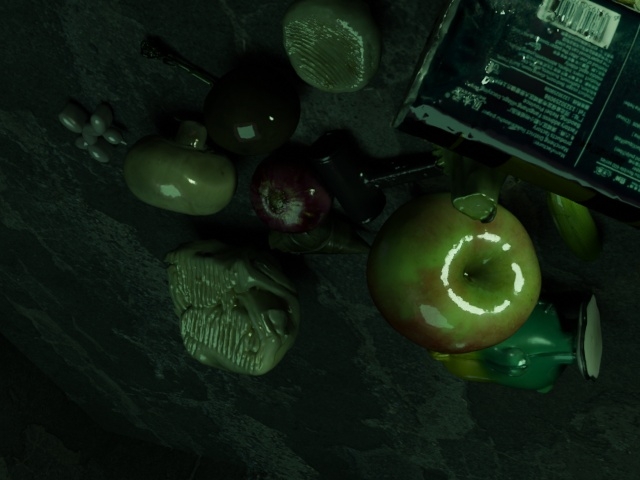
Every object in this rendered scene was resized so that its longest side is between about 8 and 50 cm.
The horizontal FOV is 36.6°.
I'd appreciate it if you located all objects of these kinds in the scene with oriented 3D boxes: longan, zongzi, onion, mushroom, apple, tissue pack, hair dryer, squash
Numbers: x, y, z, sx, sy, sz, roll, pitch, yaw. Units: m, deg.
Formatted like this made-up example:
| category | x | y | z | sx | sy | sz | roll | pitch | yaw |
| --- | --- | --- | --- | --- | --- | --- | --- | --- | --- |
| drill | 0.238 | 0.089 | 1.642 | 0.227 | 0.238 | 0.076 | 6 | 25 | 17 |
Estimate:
| category | x | y | z | sx | sy | sz | roll | pitch | yaw |
| --- | --- | --- | --- | --- | --- | --- | --- | --- | --- |
| longan | -0.129 | -0.237 | 1.774 | 0.187 | 0.167 | 0.167 | -15 | 133 | 42 |
| zongzi | -0.001 | 0.002 | 2.165 | 0.204 | 0.094 | 0.205 | 24 | 156 | -18 |
| onion | -0.057 | -0.099 | 1.974 | 0.177 | 0.153 | 0.177 | 32 | 141 | 30 |
| mushroom | -0.288 | -0.156 | 2.016 | 0.246 | 0.202 | 0.246 | 15 | -166 | -4 |
| apple | 0.246 | 0.063 | 1.858 | 0.319 | 0.319 | 0.277 | 29 | 169 | -9 |
| tissue pack | 0.338 | -0.200 | 1.332 | 0.416 | 0.264 | 0.253 | 22 | -175 | 0 |
| hair dryer | 0.124 | -0.134 | 1.869 | 0.251 | 0.089 | 0.197 | -9 | 136 | 31 |
| squash | 0.459 | -0.040 | 1.770 | 0.066 | 0.066 | 0.252 | -1 | 142 | 37 |

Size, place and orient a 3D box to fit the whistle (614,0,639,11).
| category | x | y | z | sx | sy | sz | roll | pitch | yaw |
| --- | --- | --- | --- | --- | --- | --- | --- | --- | --- |
| whistle | 0.316 | -0.382 | 1.315 | 0.326 | 0.057 | 0.068 | 23 | 178 | 5 |

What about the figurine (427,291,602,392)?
| category | x | y | z | sx | sy | sz | roll | pitch | yaw |
| --- | --- | --- | --- | --- | --- | --- | --- | --- | --- |
| figurine | 0.404 | 0.210 | 2.042 | 0.340 | 0.323 | 0.232 | -2 | 104 | 28 |

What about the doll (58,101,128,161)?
| category | x | y | z | sx | sy | sz | roll | pitch | yaw |
| --- | --- | --- | --- | --- | --- | --- | --- | --- | --- |
| doll | -0.505 | -0.239 | 2.161 | 0.161 | 0.059 | 0.160 | 6 | 145 | 29 |

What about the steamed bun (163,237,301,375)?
| category | x | y | z | sx | sy | sz | roll | pitch | yaw |
| --- | --- | --- | --- | --- | --- | --- | --- | --- | --- |
| steamed bun | -0.189 | 0.136 | 2.371 | 0.394 | 0.237 | 0.346 | 52 | 124 | 15 |

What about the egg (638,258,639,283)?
| category | x | y | z | sx | sy | sz | roll | pitch | yaw |
| --- | --- | --- | --- | --- | --- | --- | --- | --- | --- |
| egg | 0.639 | 0.033 | 1.613 | 0.201 | 0.201 | 0.244 | 31 | 128 | -12 |

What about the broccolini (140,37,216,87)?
| category | x | y | z | sx | sy | sz | roll | pitch | yaw |
| --- | --- | --- | --- | --- | --- | --- | --- | --- | --- |
| broccolini | -0.248 | -0.324 | 1.865 | 0.218 | 0.044 | 0.042 | 28 | 136 | -18 |

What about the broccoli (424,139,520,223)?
| category | x | y | z | sx | sy | sz | roll | pitch | yaw |
| --- | --- | --- | --- | --- | --- | --- | --- | --- | --- |
| broccoli | 0.275 | -0.133 | 1.570 | 0.262 | 0.243 | 0.247 | 11 | 143 | 9 |

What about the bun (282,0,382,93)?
| category | x | y | z | sx | sy | sz | roll | pitch | yaw |
| --- | --- | --- | --- | --- | --- | --- | --- | --- | --- |
| bun | 0.028 | -0.329 | 1.576 | 0.183 | 0.102 | 0.183 | 23 | 137 | 23 |
